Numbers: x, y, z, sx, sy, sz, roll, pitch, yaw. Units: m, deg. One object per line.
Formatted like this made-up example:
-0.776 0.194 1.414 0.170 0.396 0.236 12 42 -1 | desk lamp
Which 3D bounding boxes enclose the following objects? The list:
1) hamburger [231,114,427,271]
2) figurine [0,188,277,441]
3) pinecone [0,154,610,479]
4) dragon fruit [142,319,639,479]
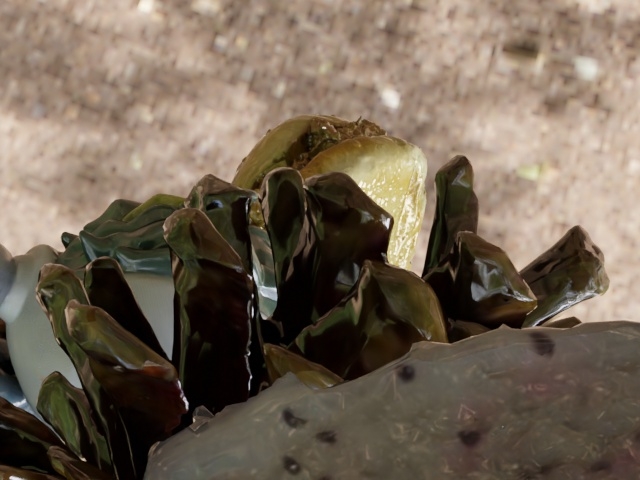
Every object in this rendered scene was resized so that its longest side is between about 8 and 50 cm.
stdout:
0.001 -0.001 1.572 0.108 0.214 0.214 23 156 34 | hamburger
-0.170 0.089 1.315 0.382 0.186 0.261 -25 156 27 | figurine
-0.001 0.104 1.004 0.384 0.384 0.384 12 149 7 | pinecone
0.084 0.173 0.568 0.283 0.221 0.204 44 158 43 | dragon fruit
